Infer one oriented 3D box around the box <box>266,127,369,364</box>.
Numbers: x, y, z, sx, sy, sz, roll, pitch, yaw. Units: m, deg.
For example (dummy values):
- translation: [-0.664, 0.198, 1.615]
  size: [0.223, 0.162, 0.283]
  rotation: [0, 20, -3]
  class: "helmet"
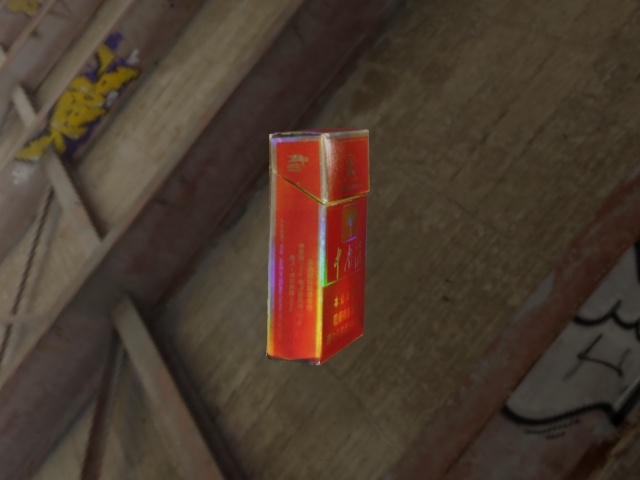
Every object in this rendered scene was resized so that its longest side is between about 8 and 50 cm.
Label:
- translation: [0.001, 0.000, 0.786]
  size: [0.048, 0.112, 0.175]
  rotation: [4, -80, 20]
  class: "box"
